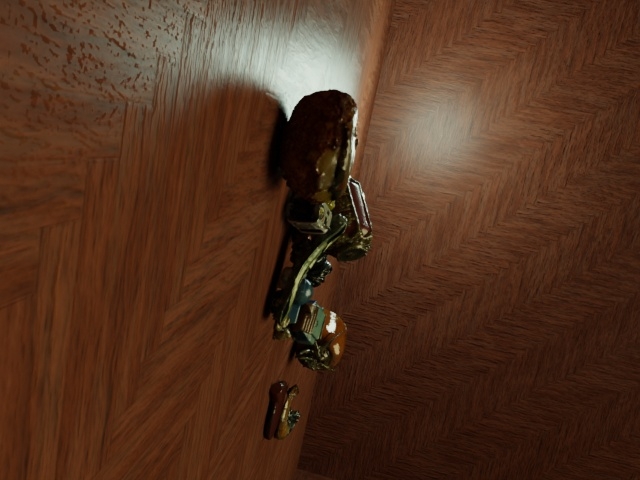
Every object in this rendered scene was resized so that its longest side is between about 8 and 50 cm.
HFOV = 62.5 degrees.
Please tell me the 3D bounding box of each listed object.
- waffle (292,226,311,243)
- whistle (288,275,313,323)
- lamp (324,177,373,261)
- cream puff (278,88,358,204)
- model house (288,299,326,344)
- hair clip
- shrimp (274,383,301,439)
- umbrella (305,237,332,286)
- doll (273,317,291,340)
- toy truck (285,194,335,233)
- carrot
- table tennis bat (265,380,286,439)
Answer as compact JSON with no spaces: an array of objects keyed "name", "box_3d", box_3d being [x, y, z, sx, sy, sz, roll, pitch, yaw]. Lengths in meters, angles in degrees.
[{"name":"waffle","box_3d":[-0.031,-0.086,1.491,0.234,0.055,0.221,-32,134,-80]},{"name":"whistle","box_3d":[-0.067,0.166,1.548,0.090,0.090,0.157,70,34,-78]},{"name":"lamp","box_3d":[0.066,-0.072,1.638,0.177,0.177,0.274,89,-8,-65]},{"name":"cream puff","box_3d":[-0.003,-0.190,1.086,0.240,0.164,0.240,-174,-90,-83]},{"name":"model house","box_3d":[-0.057,0.255,1.753,0.148,0.119,0.148,70,33,-59]},{"name":"hair clip","box_3d":[-0.050,0.059,1.371,0.321,0.091,0.138,-57,-176,-11]},{"name":"shrimp","box_3d":[-0.125,0.708,2.207,0.290,0.054,0.222,33,70,-75]},{"name":"umbrella","box_3d":[0.000,0.000,1.710,0.118,0.118,0.340,94,11,-53]},{"name":"doll","box_3d":[-0.115,0.246,1.529,0.061,0.051,0.093,-25,108,-50]},{"name":"toy truck","box_3d":[-0.003,-0.124,1.329,0.114,0.098,0.226,53,46,-55]},{"name":"carrot","box_3d":[0.005,0.413,2.112,0.331,0.214,0.193,-58,134,-61]},{"name":"table tennis bat","box_3d":[-0.150,0.572,1.822,0.310,0.038,0.200,95,10,-51]}]
